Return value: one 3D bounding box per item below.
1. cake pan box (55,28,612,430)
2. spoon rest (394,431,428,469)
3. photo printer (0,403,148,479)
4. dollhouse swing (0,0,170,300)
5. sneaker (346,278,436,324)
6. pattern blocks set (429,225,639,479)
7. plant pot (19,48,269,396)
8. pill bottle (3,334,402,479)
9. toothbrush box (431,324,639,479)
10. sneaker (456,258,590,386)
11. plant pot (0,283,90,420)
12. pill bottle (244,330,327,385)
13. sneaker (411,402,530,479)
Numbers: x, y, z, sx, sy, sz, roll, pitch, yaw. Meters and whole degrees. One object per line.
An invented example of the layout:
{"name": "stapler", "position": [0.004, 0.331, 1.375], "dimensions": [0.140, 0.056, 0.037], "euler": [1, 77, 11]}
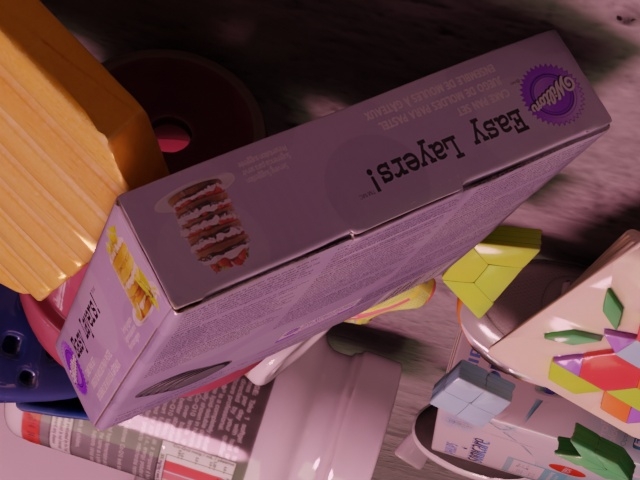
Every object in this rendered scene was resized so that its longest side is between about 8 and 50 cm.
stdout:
{"name": "cake pan box", "position": [0.000, 0.000, 0.797], "dimensions": [0.267, 0.070, 0.246], "euler": [-23, 170, -22]}
{"name": "spoon rest", "position": [0.209, 0.277, 1.720], "dimensions": [0.276, 0.084, 0.137], "euler": [24, 171, 45]}
{"name": "photo printer", "position": [-0.335, 0.249, 1.887], "dimensions": [0.256, 0.307, 0.107], "euler": [18, 164, 2]}
{"name": "dollhouse swing", "position": [-0.307, -0.058, 0.746], "dimensions": [0.305, 0.315, 0.347], "euler": [60, 152, -1]}
{"name": "sneaker", "position": [0.009, 0.038, 1.210], "dimensions": [0.094, 0.081, 0.208], "euler": [27, 162, -35]}
{"name": "pattern blocks set", "position": [0.214, 0.067, 0.957], "dimensions": [0.285, 0.026, 0.325], "euler": [20, 142, -2]}
{"name": "plant pot", "position": [-0.105, -0.022, 0.968], "dimensions": [0.201, 0.201, 0.180], "euler": [17, 149, 5]}
{"name": "pill bottle", "position": [-0.115, 0.150, 1.485], "dimensions": [0.363, 0.210, 0.210], "euler": [18, 164, 1]}
{"name": "toothbrush box", "position": [0.249, 0.142, 1.213], "dimensions": [0.295, 0.126, 0.216], "euler": [18, 164, 7]}
{"name": "sneaker", "position": [0.229, 0.054, 1.028], "dimensions": [0.262, 0.099, 0.121], "euler": [12, 155, -3]}
{"name": "plant pot", "position": [-0.246, 0.028, 1.204], "dimensions": [0.212, 0.236, 0.236], "euler": [20, 166, -32]}
{"name": "pill bottle", "position": [-0.069, 0.019, 1.114], "dimensions": [0.169, 0.094, 0.094], "euler": [47, 167, 8]}
{"name": "sneaker", "position": [0.215, 0.175, 1.420], "dimensions": [0.295, 0.104, 0.147], "euler": [4, 158, 24]}
